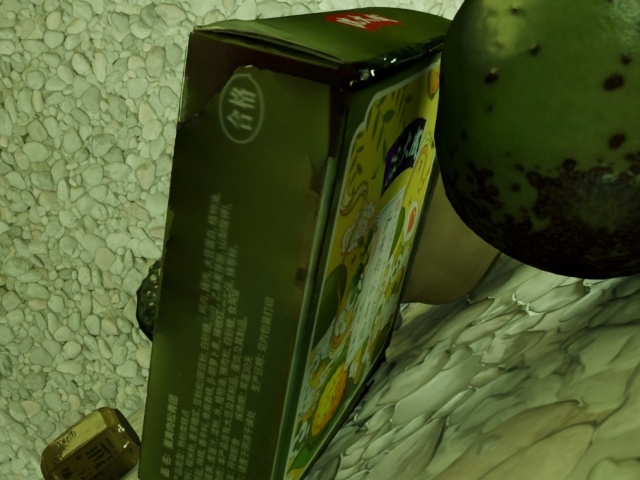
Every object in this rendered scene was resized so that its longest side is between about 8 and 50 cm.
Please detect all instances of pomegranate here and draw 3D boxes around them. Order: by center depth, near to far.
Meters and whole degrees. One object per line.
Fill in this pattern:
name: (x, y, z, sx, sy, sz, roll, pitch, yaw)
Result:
pomegranate: (0.267, -0.105, 0.604, 0.341, 0.284, 0.285, 1, 17, 22)

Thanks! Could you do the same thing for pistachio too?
pistachio: (0.147, -0.038, 0.983, 0.318, 0.214, 0.193, -50, -16, 17)

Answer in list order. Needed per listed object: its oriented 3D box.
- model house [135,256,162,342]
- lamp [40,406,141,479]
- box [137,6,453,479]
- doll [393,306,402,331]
model house: (-0.070, 0.088, 1.244, 0.360, 0.297, 0.339, -36, 13, -29)
lamp: (-0.478, 0.448, 1.590, 0.185, 0.161, 0.161, -36, 1, -9)
box: (0.000, 0.000, 0.727, 0.373, 0.138, 0.420, -38, -37, -60)
doll: (0.073, 0.119, 1.131, 0.114, 0.057, 0.227, -32, -4, -23)
